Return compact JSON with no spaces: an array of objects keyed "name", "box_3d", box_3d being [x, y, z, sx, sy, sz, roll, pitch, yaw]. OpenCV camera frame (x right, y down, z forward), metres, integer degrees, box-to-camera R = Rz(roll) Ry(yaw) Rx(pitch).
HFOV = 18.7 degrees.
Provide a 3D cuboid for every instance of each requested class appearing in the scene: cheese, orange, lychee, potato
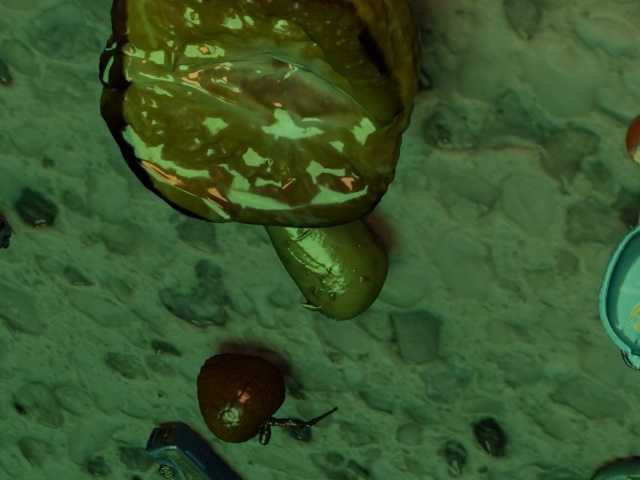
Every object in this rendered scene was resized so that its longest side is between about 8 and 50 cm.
[{"name":"cheese","box_3d":[0.310,0.005,1.767,0.106,0.037,0.256,13,114,23]},{"name":"orange","box_3d":[-0.039,-0.169,1.693,0.271,0.210,0.369,20,141,5]},{"name":"lychee","box_3d":[-0.080,0.184,2.236,0.140,0.114,0.101,33,170,33]},{"name":"potato","box_3d":[0.000,0.000,1.981,0.105,0.085,0.188,-29,115,24]}]

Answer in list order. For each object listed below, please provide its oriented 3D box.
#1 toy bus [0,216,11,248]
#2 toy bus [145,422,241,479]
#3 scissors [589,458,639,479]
[{"name":"toy bus","box_3d":[-0.392,0.002,2.224,0.038,0.083,0.046,3,126,29]},{"name":"toy bus","box_3d":[-0.154,0.293,2.460,0.061,0.051,0.153,-23,122,32]},{"name":"scissors","box_3d":[0.351,0.369,2.256,0.180,0.032,0.393,27,144,0]}]
